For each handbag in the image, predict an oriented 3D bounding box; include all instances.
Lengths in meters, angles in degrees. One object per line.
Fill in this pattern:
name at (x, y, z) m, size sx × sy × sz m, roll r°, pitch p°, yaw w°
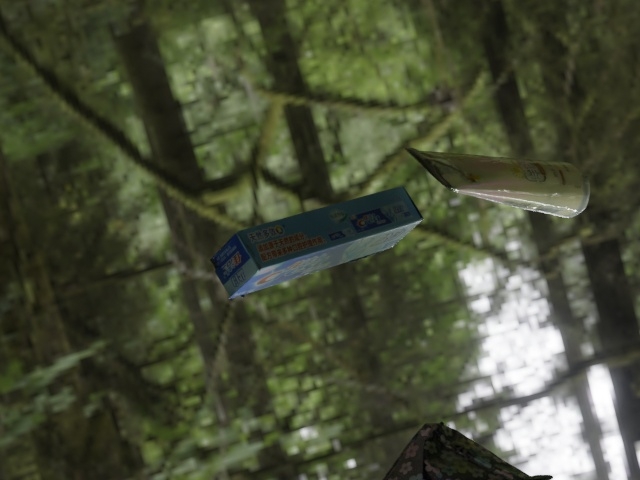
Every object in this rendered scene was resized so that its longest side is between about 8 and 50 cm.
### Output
handbag at (0.156, 0.334, 1.762) m, size 0.208 × 0.127 × 0.228 m, roll 30°, pitch -109°, yaw 29°

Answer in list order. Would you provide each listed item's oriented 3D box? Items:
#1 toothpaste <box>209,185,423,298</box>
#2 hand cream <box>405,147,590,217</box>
toothpaste at (0.000, 0.000, 1.679) m, size 0.272 × 0.053 × 0.066 m, roll -16°, pitch 162°, yaw -46°
hand cream at (0.129, -0.044, 1.089) m, size 0.143 × 0.039 × 0.061 m, roll 7°, pitch -152°, yaw -35°
